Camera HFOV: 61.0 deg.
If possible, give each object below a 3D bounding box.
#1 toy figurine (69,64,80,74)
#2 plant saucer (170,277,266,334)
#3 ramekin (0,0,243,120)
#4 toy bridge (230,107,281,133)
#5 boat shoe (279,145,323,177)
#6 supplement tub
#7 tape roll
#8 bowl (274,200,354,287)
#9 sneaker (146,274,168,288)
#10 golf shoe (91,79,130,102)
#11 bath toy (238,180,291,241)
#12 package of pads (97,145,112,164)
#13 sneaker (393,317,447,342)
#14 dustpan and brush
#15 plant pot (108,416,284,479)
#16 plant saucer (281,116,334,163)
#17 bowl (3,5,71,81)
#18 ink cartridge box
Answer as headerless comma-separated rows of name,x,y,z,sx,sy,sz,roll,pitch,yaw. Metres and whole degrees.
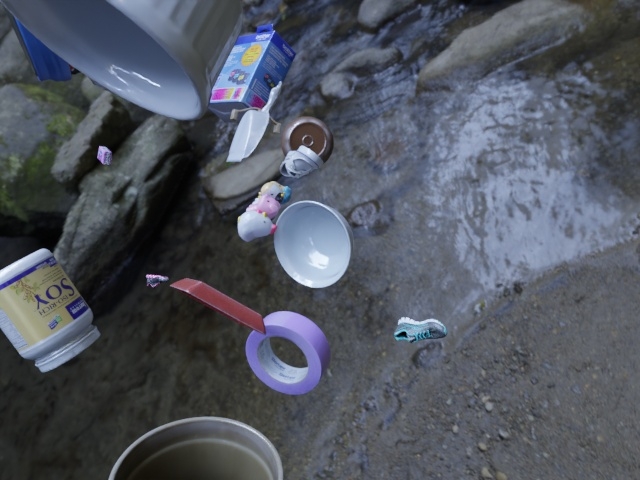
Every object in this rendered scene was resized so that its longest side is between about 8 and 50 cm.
toy figurine,-0.810,-0.610,1.660,0.148,0.209,0.213,-23,11,-10
plant saucer,-0.293,0.181,1.574,0.047,0.259,0.258,-63,21,-13
ramekin,-0.227,-0.279,0.645,0.277,0.277,0.135,16,72,41
toy bridge,-0.217,-0.425,1.885,0.026,0.188,0.063,12,91,58
boat shoe,-0.075,-0.253,1.820,0.088,0.096,0.267,-55,23,-8
supplement tub,-0.876,0.219,1.707,0.241,0.331,0.241,-29,12,7
tape roll,-0.108,0.376,1.812,0.275,0.274,0.090,-12,18,28
bowl,0.000,0.000,1.827,0.298,0.134,0.297,10,109,29
sneaker,-0.686,0.175,2.284,0.119,0.047,0.057,0,77,33
golf shoe,-0.522,-0.400,1.360,0.086,0.176,0.069,7,76,21
bath toy,-0.191,-0.106,1.921,0.129,0.151,0.348,5,24,6
package of pads,-0.782,-0.307,1.970,0.083,0.032,0.050,33,112,49
sneaker,0.282,0.267,1.555,0.167,0.064,0.076,-6,26,44
dustpan and brush,-0.143,-0.271,1.241,0.147,0.060,0.211,18,91,66
plant pot,-0.242,0.565,1.074,0.323,0.323,0.280,29,122,44
plant saucer,-0.047,-0.366,2.015,0.198,0.199,0.036,-49,4,-5
bowl,-0.710,-0.567,1.291,0.077,0.391,0.391,-24,41,-21
ink cartridge box,-0.278,-0.682,2.198,0.270,0.151,0.395,11,71,42
